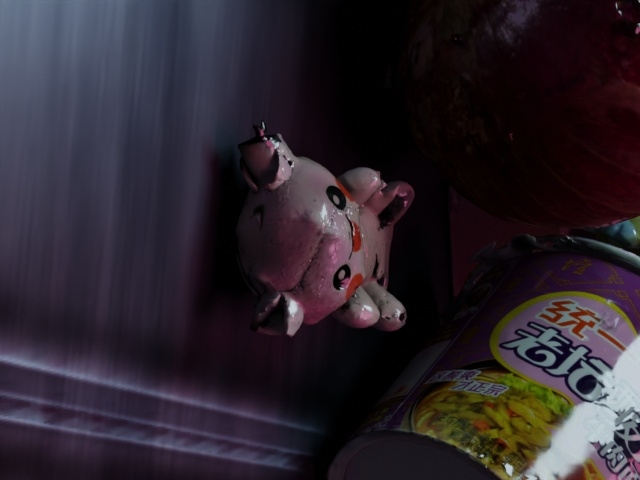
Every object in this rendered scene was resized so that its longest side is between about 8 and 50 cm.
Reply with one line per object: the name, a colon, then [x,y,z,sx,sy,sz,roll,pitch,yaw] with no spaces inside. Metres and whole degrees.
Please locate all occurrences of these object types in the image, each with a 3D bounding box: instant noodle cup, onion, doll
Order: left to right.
doll: [0.000,0.000,1.162,0.192,0.095,0.149,13,79,-61]
instant noodle cup: [0.171,0.198,1.338,0.266,0.340,0.340,-35,128,-40]
onion: [0.249,-0.162,1.312,0.385,0.347,0.348,21,77,-38]

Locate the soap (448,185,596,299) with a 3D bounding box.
soap: [0.262,-0.024,1.618,0.359,0.128,0.233,-42,134,-51]

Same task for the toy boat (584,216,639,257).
toy boat: [0.327,0.019,1.503,0.084,0.111,0.276,-61,145,-12]
